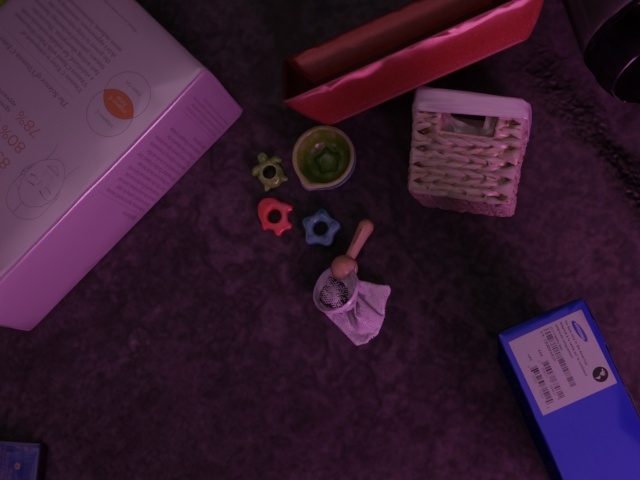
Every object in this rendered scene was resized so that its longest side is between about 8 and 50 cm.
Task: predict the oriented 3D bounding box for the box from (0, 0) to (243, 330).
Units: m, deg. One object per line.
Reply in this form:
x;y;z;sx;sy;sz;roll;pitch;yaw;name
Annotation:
-0.288;-0.103;1.201;0.345;0.168;0.215;-45;77;0;box

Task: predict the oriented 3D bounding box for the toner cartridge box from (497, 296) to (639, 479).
0.219;0.154;0.983;0.075;0.348;0.165;-22;79;5;toner cartridge box

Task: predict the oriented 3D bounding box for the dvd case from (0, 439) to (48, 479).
-0.427;0.304;1.235;0.253;0.022;0.180;2;83;10;dvd case

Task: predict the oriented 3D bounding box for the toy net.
0.000;0.000;1.199;0.122;0.045;0.232;-16;79;7;toy net

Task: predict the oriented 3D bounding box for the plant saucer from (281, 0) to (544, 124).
0.087;-0.194;1.130;0.258;0.259;0.048;-23;107;5;plant saucer

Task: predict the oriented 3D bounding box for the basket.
0.147;-0.084;1.128;0.113;0.167;0.103;8;87;11;basket

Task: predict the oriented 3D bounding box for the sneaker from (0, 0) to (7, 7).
-0.410;-0.321;1.274;0.109;0.123;0.296;-14;94;-5;sneaker

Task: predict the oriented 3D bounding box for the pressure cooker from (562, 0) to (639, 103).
0.354;-0.376;1.038;0.375;0.369;0.420;-30;72;49;pressure cooker
